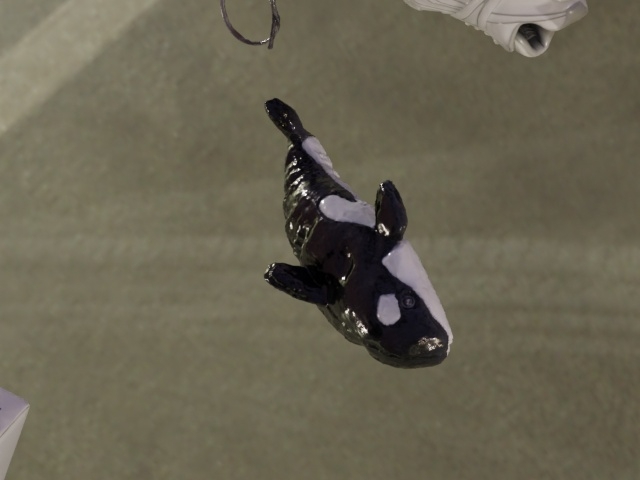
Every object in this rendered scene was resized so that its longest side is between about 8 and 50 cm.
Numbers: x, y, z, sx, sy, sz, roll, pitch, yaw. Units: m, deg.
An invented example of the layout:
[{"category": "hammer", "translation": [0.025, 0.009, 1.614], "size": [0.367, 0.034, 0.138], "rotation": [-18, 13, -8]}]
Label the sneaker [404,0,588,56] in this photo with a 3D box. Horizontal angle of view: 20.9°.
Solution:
[{"category": "sneaker", "translation": [0.145, -0.204, 1.488], "size": [0.090, 0.115, 0.232], "rotation": [-36, 16, -16]}]

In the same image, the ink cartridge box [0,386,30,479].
[{"category": "ink cartridge box", "translation": [-0.375, 0.148, 1.203], "size": [0.289, 0.211, 0.121], "rotation": [27, 33, 5]}]

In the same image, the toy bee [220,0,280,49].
[{"category": "toy bee", "translation": [-0.041, -0.282, 1.412], "size": [0.195, 0.298, 0.162], "rotation": [11, 22, 26]}]

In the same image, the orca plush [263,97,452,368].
[{"category": "orca plush", "translation": [0.000, 0.000, 1.436], "size": [0.102, 0.151, 0.287], "rotation": [-12, 61, -23]}]
